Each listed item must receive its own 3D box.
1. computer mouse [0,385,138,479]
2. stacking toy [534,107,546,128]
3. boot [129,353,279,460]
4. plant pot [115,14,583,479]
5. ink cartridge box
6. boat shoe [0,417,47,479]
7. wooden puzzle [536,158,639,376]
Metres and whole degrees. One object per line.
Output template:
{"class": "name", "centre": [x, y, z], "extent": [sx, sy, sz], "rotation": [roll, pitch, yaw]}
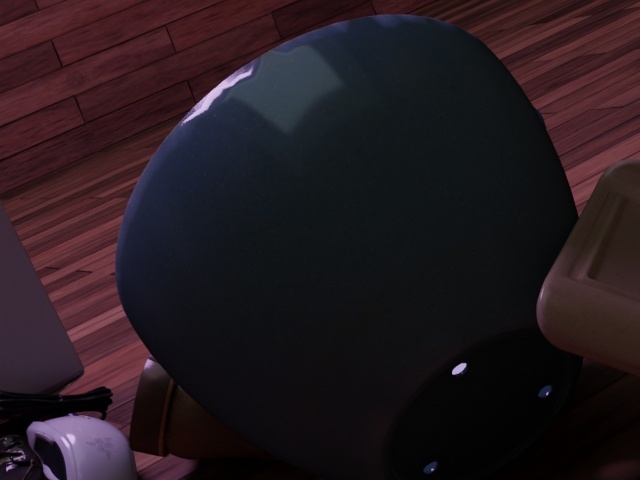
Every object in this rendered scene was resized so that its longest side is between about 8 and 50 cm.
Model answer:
{"class": "computer mouse", "centre": [-0.183, 0.146, 1.202], "extent": [0.106, 0.042, 0.193], "rotation": [8, 10, -28]}
{"class": "stacking toy", "centre": [0.122, -0.037, 1.395], "extent": [0.175, 0.165, 0.302], "rotation": [-3, 5, 10]}
{"class": "boot", "centre": [-0.052, 0.106, 1.212], "extent": [0.115, 0.112, 0.305], "rotation": [11, 13, 6]}
{"class": "plant pot", "centre": [0.048, 0.038, 0.955], "extent": [0.290, 0.290, 0.195], "rotation": [-24, 49, -15]}
{"class": "ink cartridge box", "centre": [-0.332, 0.065, 1.407], "extent": [0.117, 0.207, 0.283], "rotation": [-27, 4, -24]}
{"class": "boat shoe", "centre": [-0.242, 0.177, 1.244], "extent": [0.056, 0.049, 0.152], "rotation": [-23, 10, 3]}
{"class": "wooden puzzle", "centre": [0.242, 0.038, 0.874], "extent": [0.221, 0.044, 0.238], "rotation": [19, 26, 12]}
